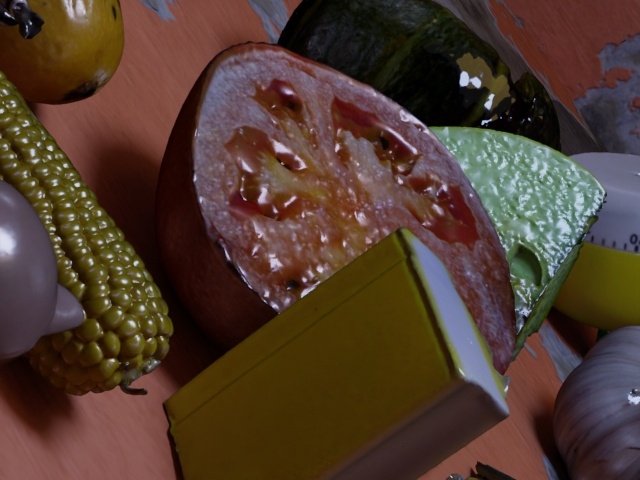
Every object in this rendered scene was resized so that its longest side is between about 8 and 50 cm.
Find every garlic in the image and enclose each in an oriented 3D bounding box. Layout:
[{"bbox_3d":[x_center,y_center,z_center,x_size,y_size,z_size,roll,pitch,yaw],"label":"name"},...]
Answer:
[{"bbox_3d":[0.364,0.211,2.094,0.257,0.207,0.207,54,11,-51],"label":"garlic"}]

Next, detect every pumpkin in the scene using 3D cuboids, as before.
[{"bbox_3d":[0.095,-0.129,1.958,0.320,0.192,0.320,37,-1,0],"label":"pumpkin"}]

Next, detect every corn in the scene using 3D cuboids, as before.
[{"bbox_3d":[-0.195,-0.020,1.240,0.310,0.101,0.101,53,16,13],"label":"corn"}]

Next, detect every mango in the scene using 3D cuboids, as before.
[{"bbox_3d":[-0.239,-0.228,1.477,0.177,0.120,0.295,27,31,-59],"label":"mango"}]

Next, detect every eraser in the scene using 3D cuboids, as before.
[{"bbox_3d":[0.007,0.109,1.308,0.069,0.226,0.158,43,18,-37],"label":"eraser"}]

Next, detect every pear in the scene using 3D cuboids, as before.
[{"bbox_3d":[0.085,0.021,1.743,0.292,0.292,0.159,57,-20,10],"label":"pear"}]

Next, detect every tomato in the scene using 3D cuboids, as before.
[{"bbox_3d":[-0.007,0.010,1.540,0.338,0.143,0.338,29,40,-28],"label":"tomato"}]

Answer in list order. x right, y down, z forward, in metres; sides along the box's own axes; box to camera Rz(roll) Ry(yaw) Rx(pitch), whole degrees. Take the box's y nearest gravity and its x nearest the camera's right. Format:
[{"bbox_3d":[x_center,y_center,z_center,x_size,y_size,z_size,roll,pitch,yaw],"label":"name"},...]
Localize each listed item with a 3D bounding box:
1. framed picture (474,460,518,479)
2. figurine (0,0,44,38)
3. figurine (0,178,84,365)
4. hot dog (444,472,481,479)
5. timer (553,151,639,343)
[{"bbox_3d":[0.243,0.323,1.725,0.293,0.018,0.231,53,-6,-3],"label":"framed picture"},{"bbox_3d":[-0.258,-0.250,1.295,0.265,0.197,0.175,22,-19,23],"label":"figurine"},{"bbox_3d":[-0.209,0.020,1.108,0.125,0.125,0.138,56,32,6],"label":"figurine"},{"bbox_3d":[0.174,0.310,1.606,0.268,0.075,0.144,53,14,-12],"label":"hot dog"},{"bbox_3d":[0.381,0.045,2.451,0.285,0.285,0.285,47,18,-21],"label":"timer"}]
